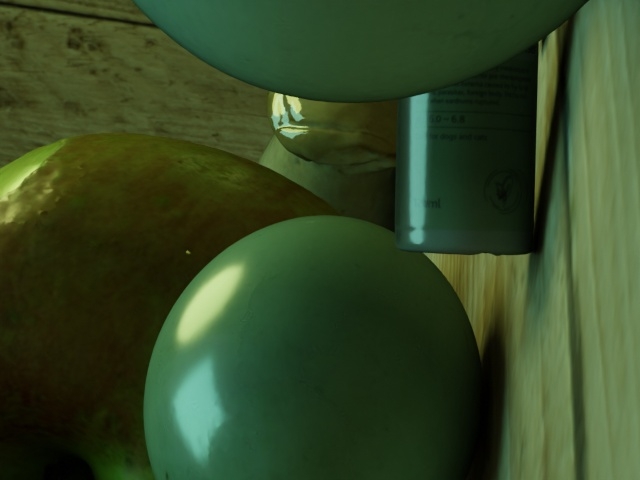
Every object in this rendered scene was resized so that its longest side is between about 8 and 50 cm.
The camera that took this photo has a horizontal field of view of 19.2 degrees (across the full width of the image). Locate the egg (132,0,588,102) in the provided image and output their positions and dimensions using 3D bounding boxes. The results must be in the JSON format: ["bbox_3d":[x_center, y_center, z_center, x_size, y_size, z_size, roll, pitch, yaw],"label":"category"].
[{"bbox_3d":[0.022,-0.161,0.523,0.183,0.183,0.264,101,-176,-66],"label":"egg"}]

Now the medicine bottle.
[{"bbox_3d":[0.059,-0.094,0.750,0.057,0.057,0.199,-144,57,-89],"label":"medicine bottle"}]

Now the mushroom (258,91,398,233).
[{"bbox_3d":[0.006,-0.003,1.463,0.154,0.137,0.407,-33,-22,-30],"label":"mushroom"}]

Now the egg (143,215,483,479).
[{"bbox_3d":[-0.002,0.068,0.842,0.192,0.149,0.149,-80,-1,-55],"label":"egg"}]

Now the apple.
[{"bbox_3d":[-0.100,0.101,1.079,0.339,0.339,0.340,-172,90,-89],"label":"apple"}]
